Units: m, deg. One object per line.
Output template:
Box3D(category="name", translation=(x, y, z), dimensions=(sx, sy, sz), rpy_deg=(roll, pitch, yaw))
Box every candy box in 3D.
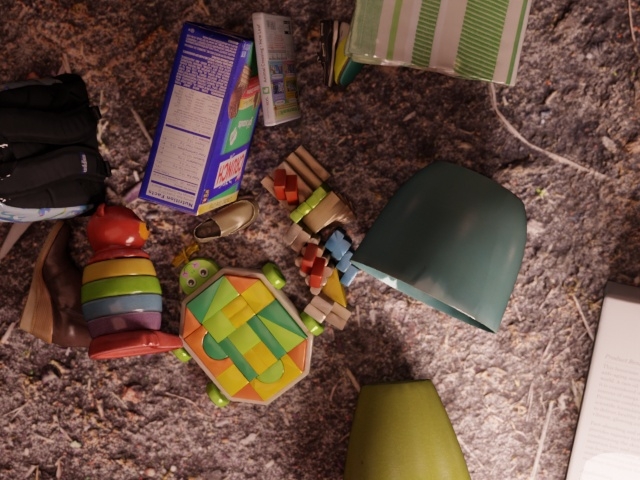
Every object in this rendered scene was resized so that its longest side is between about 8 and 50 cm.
Box3D(category="candy box", translation=(-0.197, -0.220, 1.844), dimensions=(0.122, 0.268, 0.317), rpy_deg=(19, 102, 7))

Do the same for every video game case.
Box3D(category="video game case", translation=(-0.077, -0.310, 1.843), dimensions=(0.023, 0.212, 0.193), rpy_deg=(-4, 99, 12))

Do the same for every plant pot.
Box3D(category="plant pot", translation=(0.235, 0.000, 1.837), dimensions=(0.293, 0.293, 0.235), rpy_deg=(27, 86, 1))
Box3D(category="plant pot", translation=(0.156, 0.416, 1.941), dimensions=(0.275, 0.275, 0.293), rpy_deg=(-7, 83, 7))

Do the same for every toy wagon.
Box3D(category="toy wagon", translation=(-0.173, 0.158, 2.008), dimensions=(0.267, 0.068, 0.344), rpy_deg=(-38, 94, 11))

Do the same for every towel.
Box3D(category="towel", translation=(0.220, -0.421, 1.842), dimensions=(0.325, 0.038, 0.247), rpy_deg=(9, 101, -10))

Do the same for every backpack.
Box3D(category="backpack", translation=(-0.567, -0.152, 1.853), dimensions=(0.274, 0.355, 0.290), rpy_deg=(-7, 100, 8))

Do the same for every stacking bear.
Box3D(category="stacking bear", translation=(-0.379, 0.073, 1.957), dimensions=(0.164, 0.175, 0.288), rpy_deg=(-11, 80, 15))

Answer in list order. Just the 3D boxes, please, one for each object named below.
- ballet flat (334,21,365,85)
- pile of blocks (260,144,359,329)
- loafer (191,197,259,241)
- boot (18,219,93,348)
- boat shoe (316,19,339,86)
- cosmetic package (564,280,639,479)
Box3D(category="ballet flat", translation=(0.082, -0.396, 1.889), dimensions=(0.077, 0.077, 0.231), rpy_deg=(40, 99, 19))
Box3D(category="pile of blocks", translation=(0.000, 0.000, 1.940), dimensions=(0.149, 0.112, 0.362), rpy_deg=(-19, 98, 9))
Box3D(category="loafer", translation=(-0.185, -0.034, 1.985), dimensions=(0.148, 0.050, 0.056), rpy_deg=(-30, 95, 10))
Box3D(category="boot", translation=(-0.472, 0.097, 2.040), dimensions=(0.207, 0.090, 0.248), rpy_deg=(16, 97, -11))
Box3D(category="boat shoe", translation=(0.012, -0.351, 1.911), dimensions=(0.038, 0.046, 0.125), rpy_deg=(5, 97, 5))
Box3D(category="cosmetic package", translation=(0.596, 0.325, 1.892), dimensions=(0.230, 0.161, 0.453), rpy_deg=(12, 101, 14))
